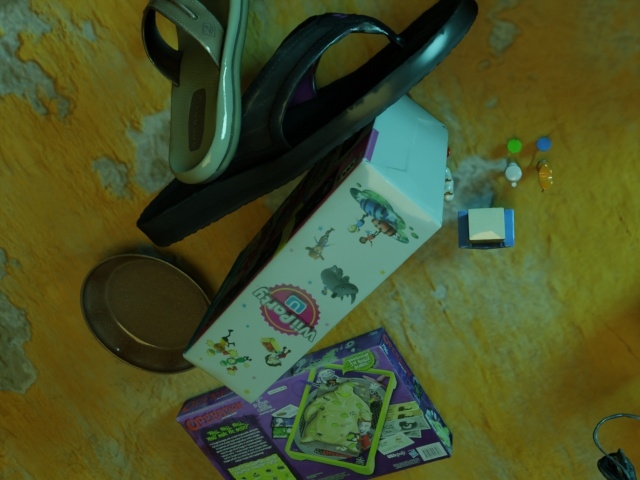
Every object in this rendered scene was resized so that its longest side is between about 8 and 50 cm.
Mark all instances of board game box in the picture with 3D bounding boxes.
[{"bbox_3d":[-0.013,0.267,1.041,0.347,0.056,0.208,-23,115,24],"label":"board game box"},{"bbox_3d":[0.000,0.000,0.780,0.098,0.224,0.303,36,120,-10],"label":"board game box"}]

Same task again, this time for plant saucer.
[{"bbox_3d":[-0.231,0.096,1.000,0.199,0.036,0.198,6,121,10],"label":"plant saucer"}]

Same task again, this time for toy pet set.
[{"bbox_3d":[0.194,-0.049,0.816,0.122,0.065,0.114,-2,84,11],"label":"toy pet set"}]

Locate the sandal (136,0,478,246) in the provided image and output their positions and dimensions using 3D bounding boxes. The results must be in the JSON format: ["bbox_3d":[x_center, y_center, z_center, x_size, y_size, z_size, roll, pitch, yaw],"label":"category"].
[{"bbox_3d":[-0.048,-0.131,0.749,0.446,0.167,0.107,-29,113,27],"label":"sandal"}]

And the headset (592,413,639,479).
[{"bbox_3d":[0.465,0.148,0.776,0.243,0.185,0.394,42,108,-11],"label":"headset"}]

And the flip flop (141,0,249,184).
[{"bbox_3d":[-0.133,-0.192,0.709,0.112,0.080,0.276,-12,74,46],"label":"flip flop"}]
